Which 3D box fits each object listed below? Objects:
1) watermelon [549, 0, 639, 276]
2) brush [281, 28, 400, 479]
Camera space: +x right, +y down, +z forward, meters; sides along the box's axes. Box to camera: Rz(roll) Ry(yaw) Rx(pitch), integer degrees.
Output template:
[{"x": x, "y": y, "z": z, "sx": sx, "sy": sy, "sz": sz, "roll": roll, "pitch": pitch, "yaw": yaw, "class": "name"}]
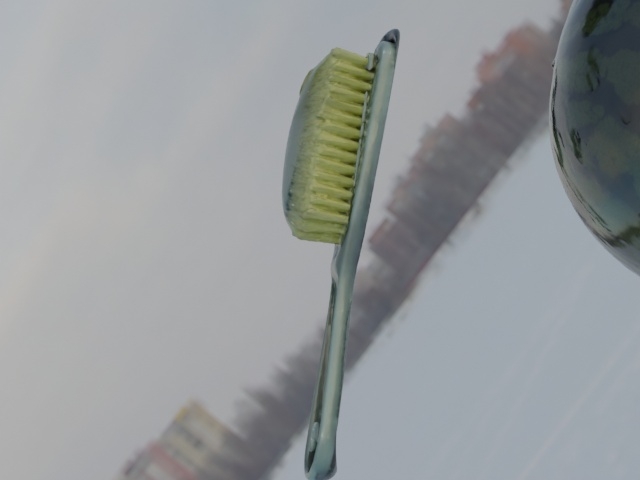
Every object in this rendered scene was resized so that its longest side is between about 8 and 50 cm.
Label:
[{"x": 0.216, "y": -0.065, "z": 0.806, "sx": 0.212, "sy": 0.212, "sz": 0.212, "roll": -52, "pitch": -3, "yaw": -4, "class": "watermelon"}, {"x": 0.000, "y": 0.000, "z": 1.059, "sx": 0.068, "sy": 0.060, "sz": 0.297, "roll": 123, "pitch": 157, "yaw": -70, "class": "brush"}]
